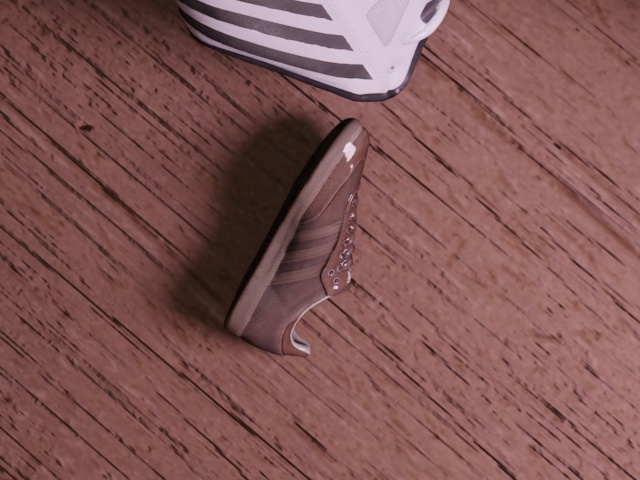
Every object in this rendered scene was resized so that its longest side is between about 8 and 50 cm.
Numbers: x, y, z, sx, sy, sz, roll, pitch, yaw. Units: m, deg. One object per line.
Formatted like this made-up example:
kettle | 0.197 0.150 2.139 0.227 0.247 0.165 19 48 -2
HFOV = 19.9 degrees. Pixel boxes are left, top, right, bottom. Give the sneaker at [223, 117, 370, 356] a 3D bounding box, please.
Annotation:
sneaker | 0.000 0.000 1.343 0.071 0.066 0.188 28 109 -7

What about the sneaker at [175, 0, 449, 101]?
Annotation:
sneaker | 0.093 -0.253 1.250 0.447 0.257 0.169 -19 52 -8
